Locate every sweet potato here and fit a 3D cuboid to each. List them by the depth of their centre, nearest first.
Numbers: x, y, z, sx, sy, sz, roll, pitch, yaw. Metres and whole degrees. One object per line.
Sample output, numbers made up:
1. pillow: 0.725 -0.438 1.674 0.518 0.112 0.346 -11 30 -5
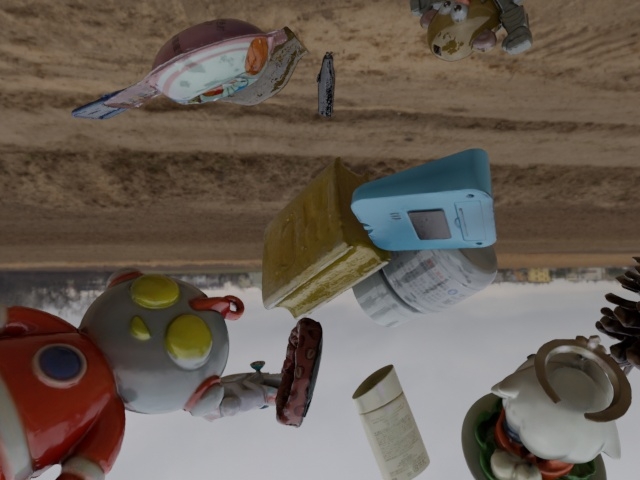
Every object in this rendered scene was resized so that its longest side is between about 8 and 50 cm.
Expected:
1. sweet potato: -0.137 -0.375 1.027 0.285 0.112 0.085 -14 173 44

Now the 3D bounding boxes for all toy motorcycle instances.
1. toy motorcycle: -0.188 0.363 1.052 0.260 0.110 0.171 -6 -176 9

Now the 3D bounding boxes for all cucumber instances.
1. cucumber: 0.011 -0.313 0.890 0.038 0.043 0.163 -7 150 -3

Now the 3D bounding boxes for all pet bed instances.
1. pet bed: -0.040 0.238 0.834 0.053 0.201 0.201 17 173 -7

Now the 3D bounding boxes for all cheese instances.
1. cheese: -0.177 -0.213 0.583 0.285 0.074 0.189 -21 -170 3

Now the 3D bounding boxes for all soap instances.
1. soap: 0.000 0.000 1.131 0.156 0.294 0.335 22 137 -32

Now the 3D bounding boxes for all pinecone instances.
1. pinecone: 0.578 0.140 0.715 0.263 0.264 0.264 -1 175 0

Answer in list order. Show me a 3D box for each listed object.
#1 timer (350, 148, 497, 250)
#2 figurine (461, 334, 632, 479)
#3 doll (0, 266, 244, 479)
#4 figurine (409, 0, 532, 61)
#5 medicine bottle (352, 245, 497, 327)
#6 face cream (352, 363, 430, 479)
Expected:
1. timer: 0.202 -0.063 0.869 0.249 0.092 0.232 -6 153 21
2. figurine: 0.195 0.150 0.377 0.132 0.132 0.154 -1 131 0
3. doll: -0.189 0.107 0.389 0.336 0.200 0.105 -16 147 -51
4. figurine: 0.375 -0.555 1.088 0.167 0.285 0.342 42 -178 -36
5. medicine bottle: 0.247 0.065 1.125 0.245 0.245 0.306 3 147 -44
6. face cream: 0.222 0.593 1.451 0.173 0.349 0.081 -23 -178 -18
